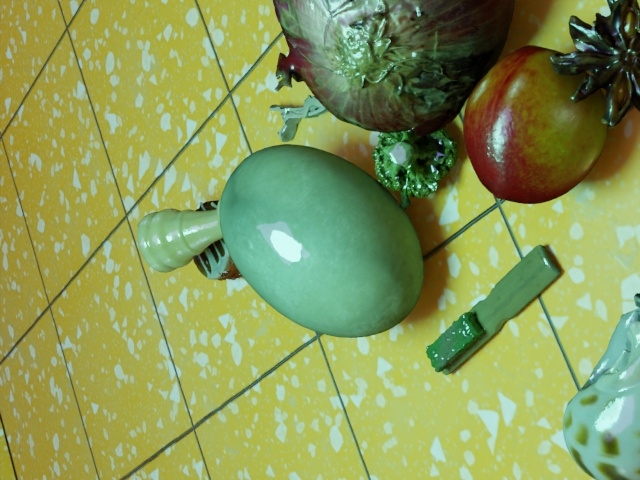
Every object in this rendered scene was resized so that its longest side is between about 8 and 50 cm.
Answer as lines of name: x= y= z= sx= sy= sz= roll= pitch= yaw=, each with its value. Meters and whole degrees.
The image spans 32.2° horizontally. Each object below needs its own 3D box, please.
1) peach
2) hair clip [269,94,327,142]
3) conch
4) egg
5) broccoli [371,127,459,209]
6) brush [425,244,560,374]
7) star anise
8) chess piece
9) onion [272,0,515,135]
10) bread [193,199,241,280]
peach: x=0.266 y=-0.136 z=1.408 sx=0.197 sy=0.197 sz=0.197 roll=10 pitch=103 yaw=51
hair clip: x=-0.008 y=-0.223 z=1.872 sx=0.226 sy=0.034 sz=0.072 roll=-14 pitch=87 yaw=50
conch: x=0.381 y=0.211 z=1.339 sx=0.149 sy=0.183 sz=0.275 roll=31 pitch=130 yaw=10
egg: x=0.000 y=0.000 z=1.697 sx=0.352 sy=0.258 sz=0.258 roll=40 pitch=126 yaw=22
broccoli: x=0.136 y=-0.126 z=1.630 sx=0.131 sy=0.120 sz=0.130 roll=-29 pitch=79 yaw=18
brush: x=0.239 y=0.105 z=1.592 sx=0.282 sy=0.048 sz=0.054 roll=-50 pitch=59 yaw=41
star anise: x=0.370 y=-0.246 z=1.321 sx=0.073 sy=0.177 sz=0.233 roll=29 pitch=-106 yaw=-89
chess piece: x=-0.133 y=-0.040 z=1.937 sx=0.397 sy=0.117 sz=0.117 roll=-15 pitch=82 yaw=29
onion: x=0.089 y=-0.315 z=1.509 sx=0.354 sy=0.354 sz=0.353 roll=10 pitch=103 yaw=51
bread: x=-0.184 y=-0.001 z=2.095 sx=0.160 sy=0.073 sz=0.160 roll=6 pitch=98 yaw=50
